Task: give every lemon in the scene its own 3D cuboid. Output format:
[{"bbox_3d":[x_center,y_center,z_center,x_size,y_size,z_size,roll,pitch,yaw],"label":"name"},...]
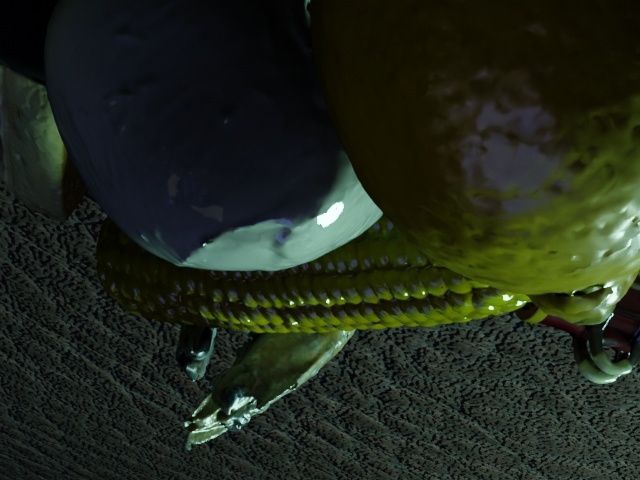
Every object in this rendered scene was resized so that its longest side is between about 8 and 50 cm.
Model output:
[{"bbox_3d":[0.090,-0.082,0.636,0.188,0.188,0.257,-2,116,30],"label":"lemon"}]

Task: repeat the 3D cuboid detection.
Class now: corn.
[{"bbox_3d":[0.000,0.000,0.954,0.363,0.120,0.120,-4,149,41],"label":"corn"}]

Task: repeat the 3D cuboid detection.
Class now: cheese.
[{"bbox_3d":[-0.054,-0.067,0.773,0.189,0.154,0.198,56,-176,0],"label":"cheese"}]

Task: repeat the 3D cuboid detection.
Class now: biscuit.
[{"bbox_3d":[-0.178,-0.072,0.976,0.056,0.052,0.188,31,154,4],"label":"biscuit"}]

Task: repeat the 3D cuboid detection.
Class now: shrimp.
[{"bbox_3d":[-0.051,0.070,1.035,0.126,0.223,0.048,8,119,25],"label":"shrimp"}]

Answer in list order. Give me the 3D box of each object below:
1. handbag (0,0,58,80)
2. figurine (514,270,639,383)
[{"bbox_3d":[-0.255,-0.175,0.777,0.223,0.080,0.247,7,153,16],"label":"handbag"},{"bbox_3d":[0.176,0.040,0.961,0.154,0.098,0.082,18,158,-12],"label":"figurine"}]
